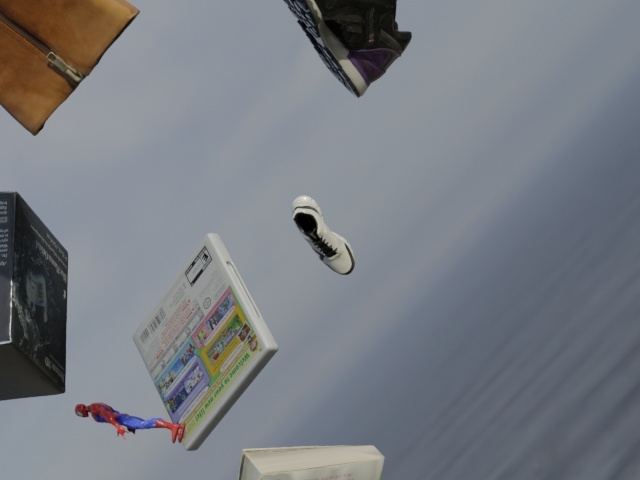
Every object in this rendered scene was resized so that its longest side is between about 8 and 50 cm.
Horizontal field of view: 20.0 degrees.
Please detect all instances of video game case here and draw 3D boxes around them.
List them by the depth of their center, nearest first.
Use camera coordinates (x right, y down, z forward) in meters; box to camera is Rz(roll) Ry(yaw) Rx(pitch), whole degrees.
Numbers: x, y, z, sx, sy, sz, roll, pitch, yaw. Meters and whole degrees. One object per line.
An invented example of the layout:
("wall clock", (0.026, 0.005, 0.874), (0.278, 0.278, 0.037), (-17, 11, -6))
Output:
("video game case", (-0.152, 0.131, 2.336), (0.023, 0.193, 0.212), (4, -44, -42))

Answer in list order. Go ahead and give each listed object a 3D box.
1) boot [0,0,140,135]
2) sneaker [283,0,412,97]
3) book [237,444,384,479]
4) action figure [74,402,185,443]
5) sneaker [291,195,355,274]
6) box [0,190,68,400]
("boot", (-0.266, -0.254, 1.438), (0.264, 0.280, 0.096), (-51, 1, 24))
("sneaker", (0.028, -0.311, 2.317), (0.124, 0.107, 0.283), (-40, -36, -3))
("book", (-0.013, 0.208, 1.213), (0.035, 0.096, 0.144), (42, 127, 56))
("action figure", (-0.199, 0.186, 1.864), (0.038, 0.115, 0.030), (4, -79, -77))
("sneaker", (0.000, 0.000, 2.124), (0.040, 0.109, 0.044), (-35, 13, 18))
("box", (-0.312, 0.057, 1.766), (0.093, 0.158, 0.156), (-6, -24, 10))
